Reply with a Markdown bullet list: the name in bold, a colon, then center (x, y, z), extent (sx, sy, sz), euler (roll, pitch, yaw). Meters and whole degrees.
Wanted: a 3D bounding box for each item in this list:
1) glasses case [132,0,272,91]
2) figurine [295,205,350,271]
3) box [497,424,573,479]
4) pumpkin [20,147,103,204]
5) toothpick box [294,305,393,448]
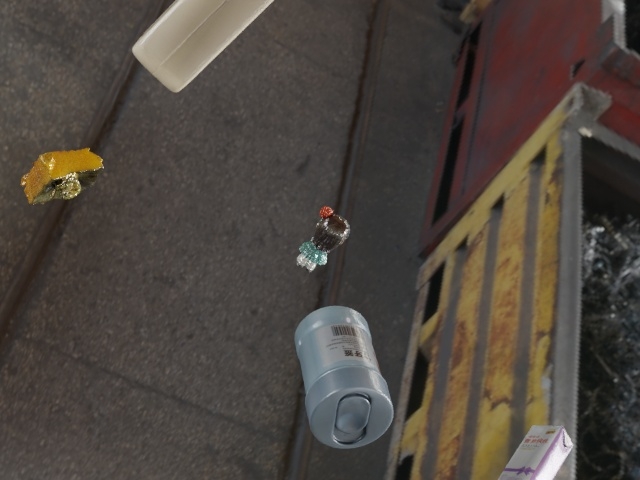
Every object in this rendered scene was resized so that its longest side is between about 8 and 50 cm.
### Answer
- **glasses case**: center (-0.081, -0.325, 1.037), extent (0.076, 0.336, 0.144), euler (45, 11, -18)
- **figurine**: center (0.000, 0.000, 1.349), extent (0.060, 0.106, 0.047), euler (39, 23, 1)
- **box**: center (0.270, 0.283, 1.091), extent (0.117, 0.051, 0.036), euler (-41, 110, -37)
- **pumpkin**: center (-0.304, -0.074, 1.024), extent (0.074, 0.083, 0.054), euler (-17, 78, -42)
- **toothpick box**: center (0.026, 0.164, 1.061), extent (0.101, 0.101, 0.153), euler (17, 29, -20)
